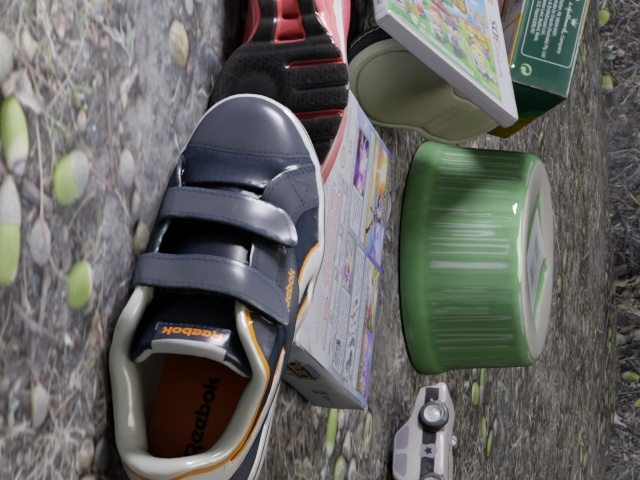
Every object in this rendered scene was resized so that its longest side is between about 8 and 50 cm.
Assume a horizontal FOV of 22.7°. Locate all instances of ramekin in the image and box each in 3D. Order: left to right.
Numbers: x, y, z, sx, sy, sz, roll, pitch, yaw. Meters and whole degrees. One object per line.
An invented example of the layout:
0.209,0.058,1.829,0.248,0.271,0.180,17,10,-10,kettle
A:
0.207,0.023,2.038,0.303,0.148,0.303,1,90,-74,ramekin

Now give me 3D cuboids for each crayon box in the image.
0.250,-0.251,2.007,0.323,0.083,0.203,147,-42,-79,crayon box

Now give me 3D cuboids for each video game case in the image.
0.000,0.000,1.492,0.244,0.061,0.269,49,45,-64,video game case
0.125,-0.241,1.656,0.212,0.023,0.193,34,38,-36,video game case

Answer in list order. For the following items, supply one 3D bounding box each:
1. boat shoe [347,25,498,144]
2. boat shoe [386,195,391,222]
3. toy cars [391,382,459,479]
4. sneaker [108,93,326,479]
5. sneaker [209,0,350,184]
0.107,-0.197,1.759,0.340,0.127,0.113,11,54,-59,boat shoe
0.051,-0.026,1.715,0.035,0.035,0.100,70,33,-57,boat shoe
0.124,0.369,1.902,0.176,0.087,0.393,-38,124,-75,toy cars
-0.071,0.036,1.142,0.127,0.126,0.321,56,40,-72,sneaker
-0.013,-0.158,1.348,0.136,0.116,0.313,44,49,-70,sneaker
